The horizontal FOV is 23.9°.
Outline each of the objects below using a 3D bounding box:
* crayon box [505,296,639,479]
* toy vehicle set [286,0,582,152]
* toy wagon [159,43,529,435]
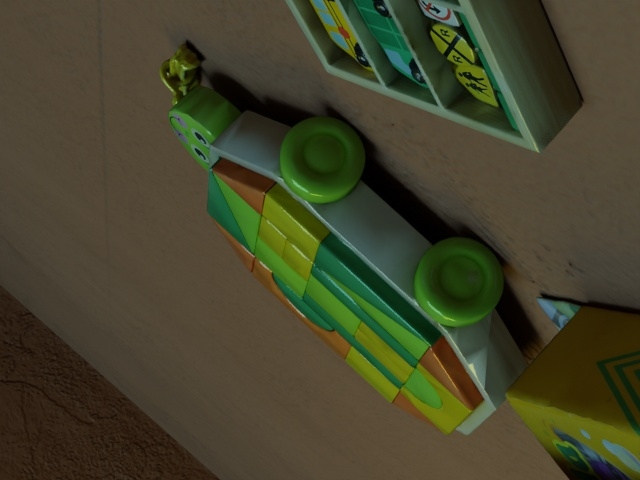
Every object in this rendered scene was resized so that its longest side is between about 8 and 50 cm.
[{"bbox_3d":[0.239,0.143,0.832,0.203,0.083,0.323,50,164,-20],"label":"crayon box"},{"bbox_3d":[0.011,-0.165,0.699,0.166,0.035,0.267,26,156,47],"label":"toy vehicle set"},{"bbox_3d":[0.000,0.000,1.084,0.344,0.068,0.267,42,164,8],"label":"toy wagon"}]
